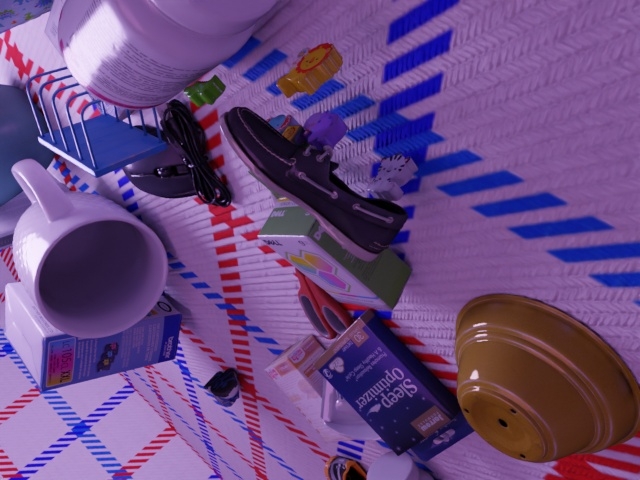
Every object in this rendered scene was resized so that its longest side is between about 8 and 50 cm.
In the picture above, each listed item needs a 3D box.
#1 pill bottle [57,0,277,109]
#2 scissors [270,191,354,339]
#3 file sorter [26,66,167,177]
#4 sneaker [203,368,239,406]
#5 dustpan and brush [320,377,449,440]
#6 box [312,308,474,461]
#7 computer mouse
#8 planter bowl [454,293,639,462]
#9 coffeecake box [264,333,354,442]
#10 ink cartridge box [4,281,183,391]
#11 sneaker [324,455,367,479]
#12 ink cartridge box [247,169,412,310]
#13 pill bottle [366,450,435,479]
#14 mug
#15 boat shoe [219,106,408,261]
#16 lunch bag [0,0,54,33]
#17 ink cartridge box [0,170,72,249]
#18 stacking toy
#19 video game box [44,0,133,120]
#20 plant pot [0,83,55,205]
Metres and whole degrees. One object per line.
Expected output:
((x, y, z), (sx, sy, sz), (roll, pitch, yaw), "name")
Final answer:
((-0.163, -0.245, 0.597), (0.283, 0.160, 0.160), (-4, 120, 55), "pill bottle")
((-0.035, 0.039, 0.878), (0.109, 0.021, 0.297), (0, 125, 55), "scissors")
((-0.330, -0.184, 0.839), (0.170, 0.118, 0.104), (27, 134, 34), "file sorter")
((-0.241, 0.389, 1.501), (0.081, 0.080, 0.211), (47, 160, -7), "sneaker")
((0.098, 0.270, 0.905), (0.211, 0.060, 0.147), (10, 114, 13), "dustpan and brush")
((0.106, 0.222, 0.834), (0.225, 0.036, 0.136), (45, 127, 8), "box")
((-0.274, -0.132, 0.960), (0.272, 0.072, 0.188), (10, 132, 48), "computer mouse")
((0.217, 0.171, 0.620), (0.217, 0.090, 0.217), (34, 147, 26), "planter bowl")
((-0.003, 0.275, 1.051), (0.185, 0.068, 0.142), (49, 150, 2), "coffeecake box")
((-0.537, 0.203, 1.438), (0.270, 0.396, 0.151), (31, 117, 40), "ink cartridge box")
((0.094, 0.552, 1.219), (0.215, 0.084, 0.083), (49, 145, 4), "sneaker")
((0.000, 0.000, 0.678), (0.209, 0.062, 0.109), (41, 158, -29), "ink cartridge box")
((0.164, 0.474, 0.998), (0.118, 0.118, 0.208), (-4, 121, 55), "pill bottle")
((-0.553, -0.012, 1.267), (0.328, 0.276, 0.374), (28, 146, 46), "mug")
((-0.002, -0.066, 0.553), (0.206, 0.075, 0.065), (40, 117, -12), "boat shoe")
((-0.466, -0.387, 0.877), (0.096, 0.129, 0.151), (49, 152, 3), "lunch bag")
((-0.808, -0.094, 1.513), (0.239, 0.275, 0.060), (36, 131, 25), "ink cartridge box")
((-0.024, -0.116, 0.599), (0.221, 0.052, 0.167), (9, 151, 47), "stacking toy")
((-0.346, -0.295, 0.901), (0.205, 0.048, 0.187), (-11, 112, 57), "video game box")
((-0.785, -0.236, 1.367), (0.293, 0.235, 0.292), (34, 146, 27), "plant pot")
